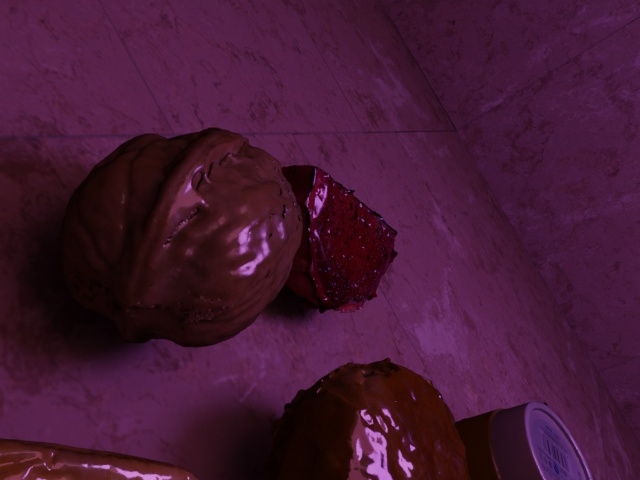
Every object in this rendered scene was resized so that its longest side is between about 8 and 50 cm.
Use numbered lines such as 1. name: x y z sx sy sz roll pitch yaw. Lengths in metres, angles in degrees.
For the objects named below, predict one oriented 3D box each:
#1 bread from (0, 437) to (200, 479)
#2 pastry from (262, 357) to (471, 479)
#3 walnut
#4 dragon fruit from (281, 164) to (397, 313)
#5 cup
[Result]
1. bread: -0.180 0.179 0.289 0.288 0.119 0.152 29 39 -42
2. pastry: 0.050 0.273 0.563 0.255 0.162 0.311 31 39 -43
3. walnut: -0.117 -0.005 0.535 0.198 0.198 0.245 53 23 -14
4. dragon fruit: 0.000 0.000 0.807 0.189 0.163 0.261 40 7 36
5. cup: 0.213 0.313 0.743 0.241 0.226 0.185 27 39 -37
